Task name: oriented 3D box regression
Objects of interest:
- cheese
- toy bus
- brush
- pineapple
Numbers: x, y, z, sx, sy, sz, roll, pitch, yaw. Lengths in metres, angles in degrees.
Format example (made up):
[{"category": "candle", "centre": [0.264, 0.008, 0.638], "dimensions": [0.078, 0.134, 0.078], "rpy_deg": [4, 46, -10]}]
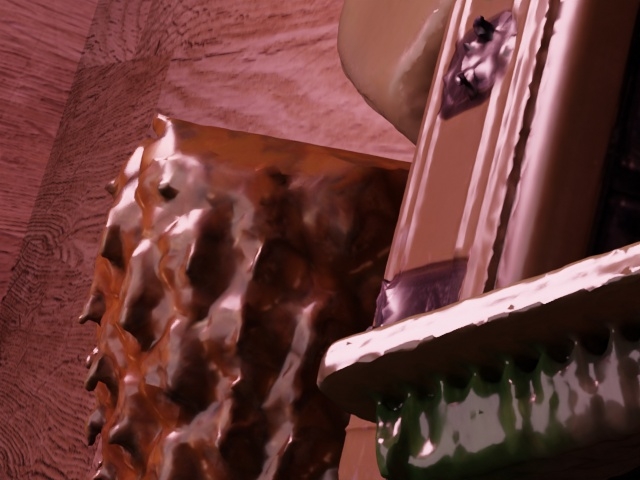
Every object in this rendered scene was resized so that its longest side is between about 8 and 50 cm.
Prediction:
[{"category": "cheese", "centre": [0.079, -0.139, 0.924], "dimensions": [0.175, 0.091, 0.202], "rpy_deg": [-108, 38, -62]}, {"category": "toy bus", "centre": [0.109, -0.037, 0.580], "dimensions": [0.139, 0.157, 0.289], "rpy_deg": [165, 121, -72]}, {"category": "brush", "centre": [0.121, 0.007, 0.399], "dimensions": [0.282, 0.054, 0.048], "rpy_deg": [-23, 71, 35]}, {"category": "pineapple", "centre": [-0.001, 0.143, 0.738], "dimensions": [0.202, 0.202, 0.362], "rpy_deg": [150, 124, -68]}]
